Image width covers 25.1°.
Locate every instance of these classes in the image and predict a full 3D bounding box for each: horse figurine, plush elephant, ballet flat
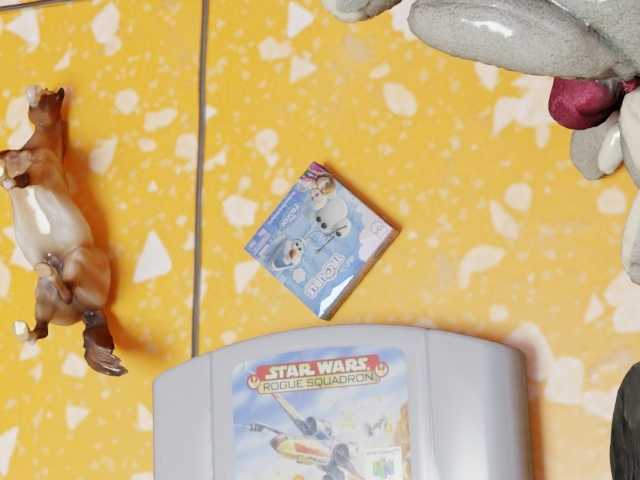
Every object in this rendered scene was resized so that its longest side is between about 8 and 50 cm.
[{"bbox_3d":[-0.219,-0.006,1.152,0.066,0.174,0.263,-24,84,9],"label":"horse figurine"},{"bbox_3d":[0.211,-0.127,0.944,0.330,0.272,0.255,10,125,59],"label":"plush elephant"},{"bbox_3d":[0.231,0.168,0.977,0.057,0.049,0.173,148,121,-64],"label":"ballet flat"}]

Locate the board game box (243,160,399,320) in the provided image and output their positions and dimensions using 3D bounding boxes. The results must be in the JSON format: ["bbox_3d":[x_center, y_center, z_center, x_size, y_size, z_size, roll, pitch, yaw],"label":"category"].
[{"bbox_3d":[0.000,0.000,1.117,0.090,0.020,0.090,41,97,23],"label":"board game box"}]

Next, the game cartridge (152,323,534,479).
[{"bbox_3d":[0.009,0.163,1.064,0.297,0.062,0.198,-8,81,22],"label":"game cartridge"}]
